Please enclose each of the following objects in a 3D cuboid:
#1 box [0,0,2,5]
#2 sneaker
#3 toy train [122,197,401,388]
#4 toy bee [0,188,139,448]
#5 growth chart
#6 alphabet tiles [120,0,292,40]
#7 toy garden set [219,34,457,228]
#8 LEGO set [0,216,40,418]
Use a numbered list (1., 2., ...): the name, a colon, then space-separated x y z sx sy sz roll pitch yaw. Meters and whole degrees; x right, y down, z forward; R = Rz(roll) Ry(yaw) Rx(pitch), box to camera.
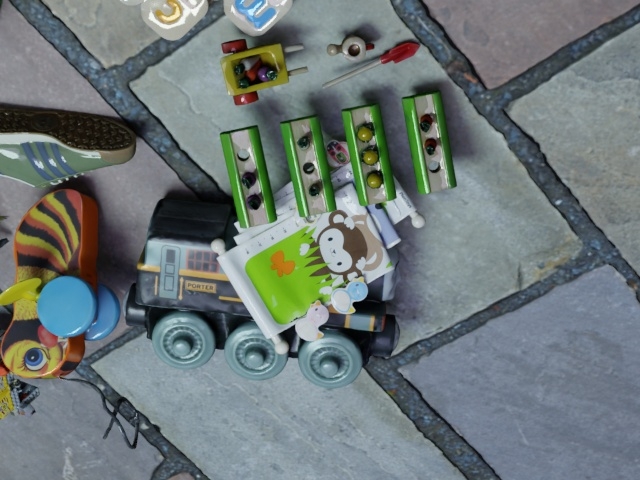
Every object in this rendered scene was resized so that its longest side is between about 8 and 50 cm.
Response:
1. box: -0.446 -0.330 1.298 0.262 0.127 0.231 18 125 -6
2. sneaker: -0.305 -0.098 1.491 0.192 0.064 0.086 7 133 2
3. toy train: -0.067 0.058 1.530 0.333 0.142 0.190 7 116 2
4. toy bee: -0.322 0.095 1.502 0.162 0.298 0.195 -13 149 8
5. growth chart: 0.000 0.000 1.451 0.237 0.021 0.172 -41 90 0
6. alphabet tiles: -0.121 -0.342 1.314 0.284 0.021 0.278 40 118 -20
7. toy garden set: 0.012 -0.129 1.390 0.244 0.049 0.204 -11 104 1
8. LEGO set: -0.469 0.137 1.555 0.192 0.255 0.331 15 121 25
